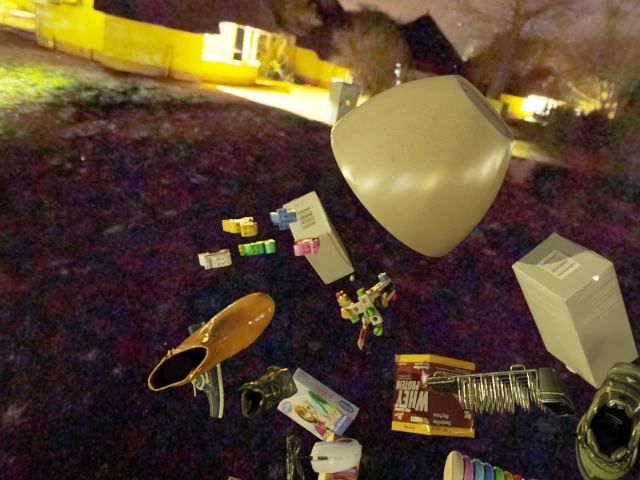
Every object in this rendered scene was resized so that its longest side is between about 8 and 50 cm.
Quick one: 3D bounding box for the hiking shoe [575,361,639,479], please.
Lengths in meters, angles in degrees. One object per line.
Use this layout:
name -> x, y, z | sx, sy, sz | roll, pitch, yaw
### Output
hiking shoe -> 0.410, 0.287, 0.716 | 0.114, 0.227, 0.086 | -23, 32, -38

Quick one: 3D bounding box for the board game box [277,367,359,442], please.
board game box -> -0.019, 0.759, 2.225 | 0.318, 0.319, 0.066 | 31, 45, 10

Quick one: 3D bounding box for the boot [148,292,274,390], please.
boot -> -0.223, 0.221, 1.074 | 0.104, 0.295, 0.211 | 53, -8, 2

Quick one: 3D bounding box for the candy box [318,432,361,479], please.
candy box -> 0.058, 0.705, 1.518 | 0.109, 0.053, 0.187 | 28, 41, -11

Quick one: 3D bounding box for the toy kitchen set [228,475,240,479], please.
toy kitchen set -> -0.238, 0.722, 1.367 | 0.068, 0.083, 0.075 | 24, 7, -11

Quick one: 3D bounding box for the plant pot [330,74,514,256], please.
plant pot -> 0.183, -0.144, 0.778 | 0.284, 0.191, 0.284 | 32, 35, -25

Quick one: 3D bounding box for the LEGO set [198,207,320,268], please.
LEGO set -> -0.107, -0.006, 0.880 | 0.227, 0.087, 0.093 | -10, 12, -11

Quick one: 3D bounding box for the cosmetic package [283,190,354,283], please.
cosmetic package -> 0.000, 0.000, 1.560 | 0.113, 0.309, 0.160 | -25, 61, 5

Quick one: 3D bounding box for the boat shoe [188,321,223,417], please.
boat shoe -> -0.296, 0.340, 1.280 | 0.079, 0.255, 0.095 | -7, 9, -20

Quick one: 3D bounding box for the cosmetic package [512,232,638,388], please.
cosmetic package -> 0.429, 0.121, 0.829 | 0.238, 0.107, 0.127 | 53, -2, -32

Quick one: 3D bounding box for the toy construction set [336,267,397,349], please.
toy construction set -> 0.168, 0.288, 1.942 | 0.257, 0.309, 0.237 | 0, 21, 12

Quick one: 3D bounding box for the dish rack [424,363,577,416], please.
dish rack -> 0.357, 0.310, 0.999 | 0.271, 0.074, 0.208 | -13, -31, 28

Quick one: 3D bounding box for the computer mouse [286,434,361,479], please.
computer mouse -> 0.015, 0.487, 1.114 | 0.192, 0.106, 0.042 | 4, -11, -24

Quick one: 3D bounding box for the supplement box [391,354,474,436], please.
supplement box -> 0.306, 0.417, 1.326 | 0.191, 0.194, 0.129 | 19, -22, -36

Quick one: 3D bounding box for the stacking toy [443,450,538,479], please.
stacking toy -> 0.588, 0.813, 1.641 | 0.330, 0.141, 0.141 | 14, 20, 4

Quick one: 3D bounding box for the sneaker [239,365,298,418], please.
sneaker -> -0.143, 0.369, 1.209 | 0.130, 0.087, 0.227 | -19, -7, -20
